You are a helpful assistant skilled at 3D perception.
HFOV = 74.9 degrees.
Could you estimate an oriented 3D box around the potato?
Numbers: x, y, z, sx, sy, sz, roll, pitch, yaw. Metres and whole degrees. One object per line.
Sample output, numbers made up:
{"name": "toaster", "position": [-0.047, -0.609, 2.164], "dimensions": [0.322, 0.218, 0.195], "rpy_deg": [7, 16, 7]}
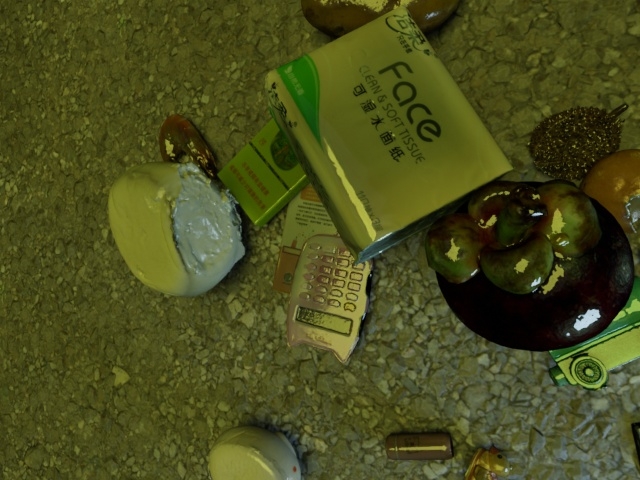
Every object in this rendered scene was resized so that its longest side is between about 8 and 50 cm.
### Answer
{"name": "potato", "position": [0.127, -0.552, 0.938], "dimensions": [0.369, 0.176, 0.195], "rpy_deg": [14, 50, 14]}

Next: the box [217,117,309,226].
{"name": "box", "position": [-0.088, -0.212, 1.040], "dimensions": [0.335, 0.047, 0.187], "rpy_deg": [-43, 70, 10]}

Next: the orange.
{"name": "orange", "position": [0.549, -0.083, 0.746], "dimensions": [0.156, 0.134, 0.156], "rpy_deg": [5, 118, 11]}

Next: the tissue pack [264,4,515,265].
{"name": "tissue pack", "position": [0.120, -0.206, 0.850], "dimensions": [0.332, 0.205, 0.405], "rpy_deg": [-28, 80, -5]}

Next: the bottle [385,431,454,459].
{"name": "bottle", "position": [0.213, 0.445, 0.903], "dimensions": [0.140, 0.053, 0.053], "rpy_deg": [-12, 83, 21]}

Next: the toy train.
{"name": "toy train", "position": [0.526, 0.172, 0.775], "dimensions": [0.248, 0.101, 0.159], "rpy_deg": [-34, 63, 16]}

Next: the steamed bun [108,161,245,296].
{"name": "steamed bun", "position": [-0.354, -0.038, 1.046], "dimensions": [0.312, 0.233, 0.334], "rpy_deg": [11, 114, 34]}

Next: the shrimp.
{"name": "shrimp", "position": [-0.374, -0.248, 1.165], "dimensions": [0.249, 0.068, 0.150], "rpy_deg": [43, 115, 23]}

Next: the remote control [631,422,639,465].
{"name": "remote control", "position": [0.607, 0.387, 0.771], "dimensions": [0.039, 0.014, 0.096], "rpy_deg": [-10, 85, 21]}

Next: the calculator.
{"name": "calculator", "position": [0.023, 0.122, 0.981], "dimensions": [0.194, 0.043, 0.294], "rpy_deg": [11, 88, 22]}

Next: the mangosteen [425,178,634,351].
{"name": "mangosteen", "position": [0.349, 0.040, 0.729], "dimensions": [0.330, 0.330, 0.330], "rpy_deg": [-1, 87, 21]}

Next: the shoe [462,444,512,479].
{"name": "shoe", "position": [0.336, 0.477, 0.845], "dimensions": [0.109, 0.072, 0.069], "rpy_deg": [-44, 44, -20]}

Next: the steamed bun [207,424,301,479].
{"name": "steamed bun", "position": [-0.149, 0.534, 0.999], "dimensions": [0.228, 0.131, 0.177], "rpy_deg": [10, 101, 20]}

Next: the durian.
{"name": "durian", "position": [0.500, -0.201, 0.799], "dimensions": [0.188, 0.091, 0.148], "rpy_deg": [-35, 76, 15]}

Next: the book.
{"name": "book", "position": [0.000, 0.000, 1.024], "dimensions": [0.208, 0.020, 0.295], "rpy_deg": [12, 92, 22]}
